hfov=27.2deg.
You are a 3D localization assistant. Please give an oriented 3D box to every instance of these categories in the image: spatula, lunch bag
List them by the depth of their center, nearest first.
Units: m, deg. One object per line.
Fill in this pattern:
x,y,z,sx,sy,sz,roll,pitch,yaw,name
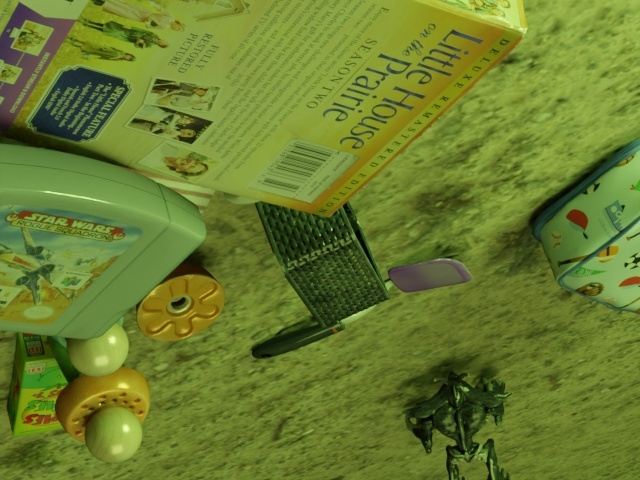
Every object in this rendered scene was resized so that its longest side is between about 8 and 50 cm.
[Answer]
0.434,-0.019,1.662,0.303,0.115,0.243,12,134,-43,lunch bag
0.045,0.087,1.666,0.297,0.030,0.084,-26,149,9,spatula

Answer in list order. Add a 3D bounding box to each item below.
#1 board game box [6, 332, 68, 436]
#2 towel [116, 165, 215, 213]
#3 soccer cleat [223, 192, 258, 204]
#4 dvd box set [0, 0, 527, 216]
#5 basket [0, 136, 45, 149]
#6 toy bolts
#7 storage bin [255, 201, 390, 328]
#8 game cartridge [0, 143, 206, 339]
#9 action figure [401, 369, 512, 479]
-0.312,0.164,1.550,0.092,0.043,0.181,-8,148,-23,board game box
-0.168,-0.056,1.276,0.144,0.029,0.197,9,126,-43,towel
-0.015,-0.096,1.295,0.196,0.068,0.076,-39,149,24,soccer cleat
-0.102,-0.153,1.009,0.421,0.062,0.307,13,148,-25,dvd box set
-0.320,-0.046,1.139,0.167,0.103,0.113,-6,148,-27,basket
-0.197,0.105,1.370,0.218,0.158,0.228,-26,139,-4,toy bolts
0.000,0.000,1.401,0.084,0.122,0.180,-24,150,4,storage bin
-0.250,0.004,1.110,0.297,0.062,0.198,11,142,-44,game cartridge
0.209,0.277,1.984,0.164,0.141,0.275,-13,124,1,action figure
